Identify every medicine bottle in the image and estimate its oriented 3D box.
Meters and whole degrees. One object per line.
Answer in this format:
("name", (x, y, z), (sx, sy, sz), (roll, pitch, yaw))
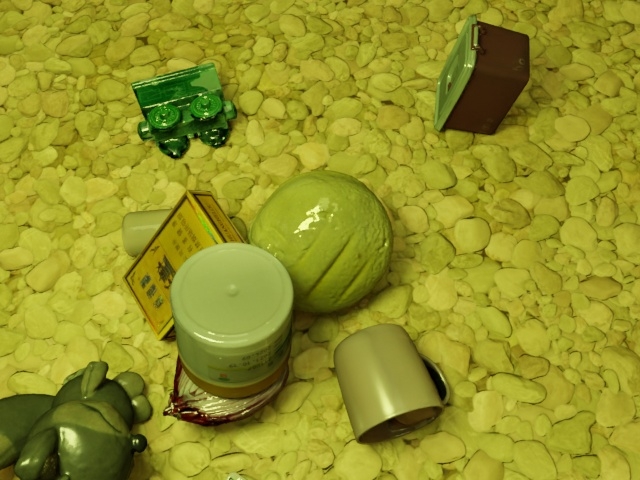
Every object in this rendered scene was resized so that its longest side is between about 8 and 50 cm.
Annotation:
("medicine bottle", (-0.172, 0.161, 1.304), (0.238, 0.232, 0.238), (3, 53, -4))
("medicine bottle", (-0.348, -0.024, 1.598), (0.252, 0.114, 0.114), (-5, 62, 0))

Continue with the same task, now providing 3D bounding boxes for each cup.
("cup", (0.160, 0.295, 1.387), (0.253, 0.191, 0.200), (0, 54, -31))

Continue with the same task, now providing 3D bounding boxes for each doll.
("doll", (-0.524, 0.426, 1.282), (0.379, 0.382, 0.252), (-26, 104, 7))

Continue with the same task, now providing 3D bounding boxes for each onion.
("onion", (-0.215, 0.305, 1.410), (0.283, 0.120, 0.227), (-32, 59, -27))

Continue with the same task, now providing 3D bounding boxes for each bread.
("bread", (0.005, 0.007, 1.464), (0.320, 0.320, 0.237), (-26, 45, -11))

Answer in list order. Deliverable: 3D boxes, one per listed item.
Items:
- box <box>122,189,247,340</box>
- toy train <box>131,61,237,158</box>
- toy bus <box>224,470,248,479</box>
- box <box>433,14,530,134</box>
("box", (-0.306, 0.058, 1.471), (0.301, 0.084, 0.193), (-48, 65, 26))
("toy train", (-0.362, -0.344, 1.752), (0.266, 0.145, 0.202), (-16, 60, -7))
("toy bus", (-0.226, 0.624, 1.263), (0.138, 0.097, 0.342), (32, 68, 20))
("box", (0.412, -0.409, 1.681), (0.167, 0.294, 0.193), (12, 63, -3))
